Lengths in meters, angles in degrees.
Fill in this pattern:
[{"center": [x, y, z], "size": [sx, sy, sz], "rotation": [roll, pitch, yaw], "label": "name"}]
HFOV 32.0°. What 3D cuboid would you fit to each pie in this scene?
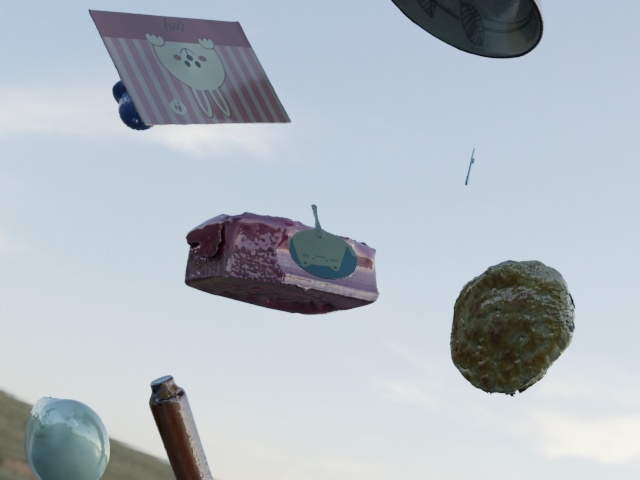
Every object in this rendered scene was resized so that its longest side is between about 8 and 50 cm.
[{"center": [0.257, 0.113, 1.502], "size": [0.163, 0.193, 0.079], "rotation": [52, 21, 11], "label": "pie"}]

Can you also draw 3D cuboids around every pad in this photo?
[{"center": [-0.184, -0.252, 1.639], "size": [0.299, 0.202, 0.005], "rotation": [-7, -27, -49], "label": "pad"}]

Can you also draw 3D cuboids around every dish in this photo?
[{"center": [0.235, -0.426, 1.781], "size": [0.316, 0.106, 0.316], "rotation": [31, -14, 8], "label": "dish"}]

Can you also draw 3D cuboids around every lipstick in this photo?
[{"center": [-0.212, 0.435, 1.938], "size": [0.077, 0.419, 0.077], "rotation": [-16, 9, 3], "label": "lipstick"}]

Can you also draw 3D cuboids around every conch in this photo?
[{"center": [-0.453, 0.355, 1.941], "size": [0.121, 0.185, 0.221], "rotation": [-15, -25, -34], "label": "conch"}]

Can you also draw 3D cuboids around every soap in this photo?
[{"center": [-0.075, 0.042, 1.948], "size": [0.324, 0.127, 0.220], "rotation": [17, -21, -35], "label": "soap"}]

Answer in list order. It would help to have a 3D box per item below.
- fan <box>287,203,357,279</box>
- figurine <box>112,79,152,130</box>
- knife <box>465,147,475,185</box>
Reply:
[{"center": [0.000, 0.000, 1.752], "size": [0.113, 0.175, 0.005], "rotation": [9, -51, -17], "label": "fan"}, {"center": [-0.289, -0.233, 1.874], "size": [0.086, 0.087, 0.149], "rotation": [3, 14, 20], "label": "figurine"}, {"center": [0.322, -0.156, 2.389], "size": [0.010, 0.096, 0.027], "rotation": [11, -34, 11], "label": "knife"}]
